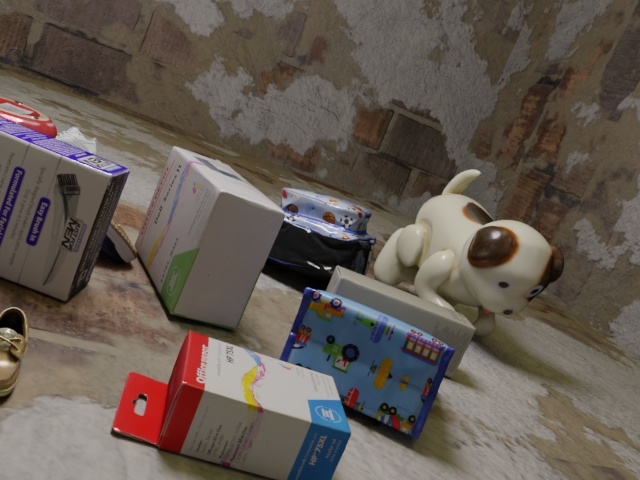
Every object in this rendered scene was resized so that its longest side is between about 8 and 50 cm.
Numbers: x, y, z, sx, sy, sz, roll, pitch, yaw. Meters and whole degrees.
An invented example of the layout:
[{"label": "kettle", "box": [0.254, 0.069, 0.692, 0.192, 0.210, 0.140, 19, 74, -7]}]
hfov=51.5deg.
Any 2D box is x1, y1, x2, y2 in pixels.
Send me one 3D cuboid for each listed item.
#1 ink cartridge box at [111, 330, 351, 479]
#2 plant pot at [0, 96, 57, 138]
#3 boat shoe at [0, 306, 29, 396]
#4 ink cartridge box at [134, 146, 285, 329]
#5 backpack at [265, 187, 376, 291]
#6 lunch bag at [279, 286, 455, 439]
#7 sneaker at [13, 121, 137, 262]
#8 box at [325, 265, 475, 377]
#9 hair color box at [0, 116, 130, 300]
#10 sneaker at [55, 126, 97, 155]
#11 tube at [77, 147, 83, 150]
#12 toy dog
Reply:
[{"label": "ink cartridge box", "box": [-0.094, 0.176, 0.722, 0.231, 0.078, 0.134, 20, 11, -13]}, {"label": "plant pot", "box": [-0.547, -0.146, 1.100, 0.191, 0.174, 0.191, 20, 11, -4]}, {"label": "boat shoe", "box": [-0.322, 0.108, 0.665, 0.050, 0.045, 0.135, 18, 12, -26]}, {"label": "ink cartridge box", "box": [-0.209, -0.026, 1.118, 0.119, 0.207, 0.353, 18, 11, -31]}, {"label": "backpack", "box": [0.000, 0.000, 1.478, 0.276, 0.213, 0.263, 24, 0, 18]}, {"label": "lunch bag", "box": [0.080, 0.170, 1.039, 0.221, 0.138, 0.293, 23, 1, 10]}, {"label": "sneaker", "box": [-0.428, -0.032, 1.038, 0.282, 0.153, 0.099, 52, -11, -31]}, {"label": "box", "box": [0.138, 0.151, 1.244, 0.275, 0.113, 0.094, 23, 10, -8]}, {"label": "hair color box", "box": [-0.455, -0.072, 0.888, 0.338, 0.185, 0.110, 23, 9, -5]}, {"label": "sneaker", "box": [-0.616, -0.236, 1.585, 0.071, 0.083, 0.190, 4, -3, 33]}, {"label": "tube", "box": [-0.649, -0.201, 1.459, 0.240, 0.062, 0.070, 12, -30, -28]}, {"label": "toy dog", "box": [0.385, 0.043, 1.588, 0.284, 0.395, 0.408, 28, -1, -24]}]
